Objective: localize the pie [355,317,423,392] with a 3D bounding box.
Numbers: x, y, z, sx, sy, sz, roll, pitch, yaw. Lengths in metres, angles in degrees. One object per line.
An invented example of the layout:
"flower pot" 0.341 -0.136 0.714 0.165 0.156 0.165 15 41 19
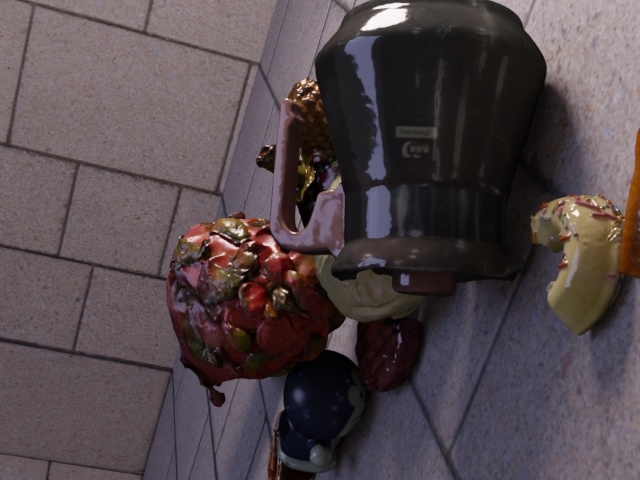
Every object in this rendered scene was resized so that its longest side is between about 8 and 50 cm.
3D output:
"pie" 0.112 0.143 1.584 0.204 0.054 0.219 130 147 -59

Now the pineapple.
"pineapple" 0.076 -0.168 1.523 0.130 0.277 0.119 140 145 -73

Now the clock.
"clock" -0.002 0.304 1.707 0.243 0.146 0.200 107 168 -45

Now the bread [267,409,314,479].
"bread" -0.054 0.417 1.922 0.160 0.073 0.161 -170 90 -78

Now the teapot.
"teapot" 0.106 -0.109 1.274 0.305 0.376 0.362 19 -109 -61

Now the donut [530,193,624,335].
"donut" 0.280 0.009 1.046 0.108 0.065 0.166 120 157 -47

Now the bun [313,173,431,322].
"bun" 0.076 0.009 1.456 0.243 0.153 0.244 -2 86 34

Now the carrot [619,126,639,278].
"carrot" 0.329 -0.057 0.895 0.087 0.087 0.194 -166 86 -75

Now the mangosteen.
"mangosteen" 0.017 -0.096 1.666 0.231 0.289 0.231 -167 90 -71

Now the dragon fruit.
"dragon fruit" -0.074 0.097 1.620 0.262 0.296 0.314 -10 93 37
